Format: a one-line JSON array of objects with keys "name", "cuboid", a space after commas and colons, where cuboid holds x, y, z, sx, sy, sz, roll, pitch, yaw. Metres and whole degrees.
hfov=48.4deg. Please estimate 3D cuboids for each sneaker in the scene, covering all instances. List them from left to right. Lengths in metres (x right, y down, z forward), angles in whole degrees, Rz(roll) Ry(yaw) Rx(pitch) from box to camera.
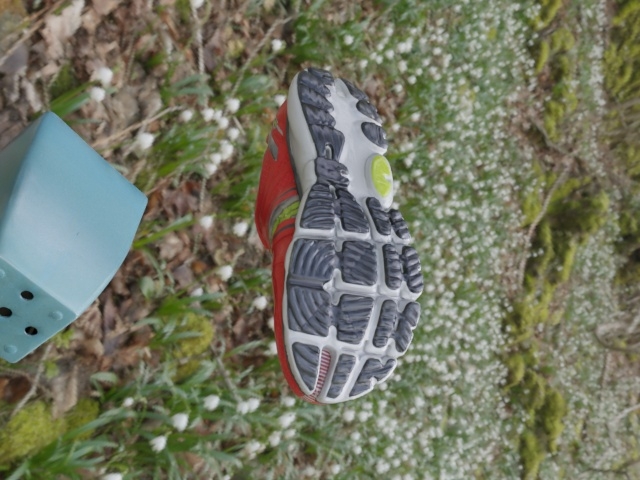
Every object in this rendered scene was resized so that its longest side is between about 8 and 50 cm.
[{"name": "sneaker", "cuboid": [0.000, 0.000, 0.545, 0.107, 0.118, 0.279, 18, 52, -24]}]

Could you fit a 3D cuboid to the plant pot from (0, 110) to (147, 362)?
[{"name": "plant pot", "cuboid": [-0.324, 0.007, 0.799, 0.165, 0.166, 0.234, 46, 20, -29]}]
